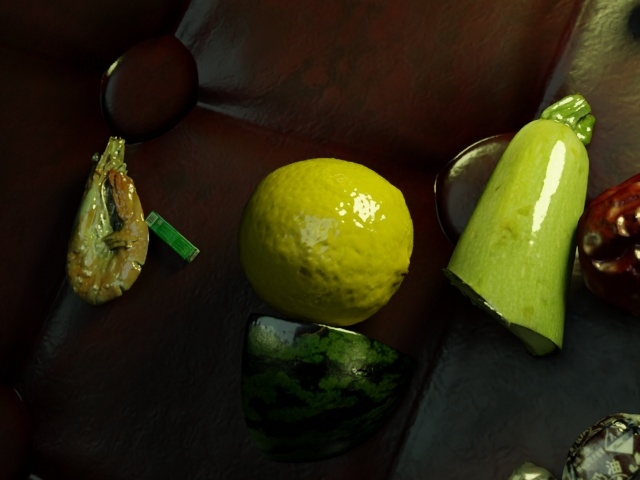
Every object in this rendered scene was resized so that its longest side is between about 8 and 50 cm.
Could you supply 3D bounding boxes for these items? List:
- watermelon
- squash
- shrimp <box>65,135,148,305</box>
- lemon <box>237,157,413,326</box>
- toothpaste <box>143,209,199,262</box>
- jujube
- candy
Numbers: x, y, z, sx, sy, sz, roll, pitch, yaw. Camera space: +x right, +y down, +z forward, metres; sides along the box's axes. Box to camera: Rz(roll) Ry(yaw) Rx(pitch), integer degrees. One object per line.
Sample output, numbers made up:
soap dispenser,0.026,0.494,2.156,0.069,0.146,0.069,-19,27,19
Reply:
watermelon,-0.010,0.165,0.967,0.192,0.137,0.146,19,78,-17
squash,0.202,-0.038,0.937,0.137,0.137,0.288,8,73,24
shrimp,-0.258,-0.025,1.153,0.115,0.051,0.217,0,75,17
lemon,0.000,0.000,0.971,0.203,0.178,0.178,15,80,26
toothpaste,-0.183,-0.005,1.135,0.083,0.017,0.020,39,88,26
jujube,0.354,-0.014,0.855,0.230,0.155,0.155,-21,67,25
candy,0.270,0.213,0.874,0.226,0.051,0.094,-39,75,9
